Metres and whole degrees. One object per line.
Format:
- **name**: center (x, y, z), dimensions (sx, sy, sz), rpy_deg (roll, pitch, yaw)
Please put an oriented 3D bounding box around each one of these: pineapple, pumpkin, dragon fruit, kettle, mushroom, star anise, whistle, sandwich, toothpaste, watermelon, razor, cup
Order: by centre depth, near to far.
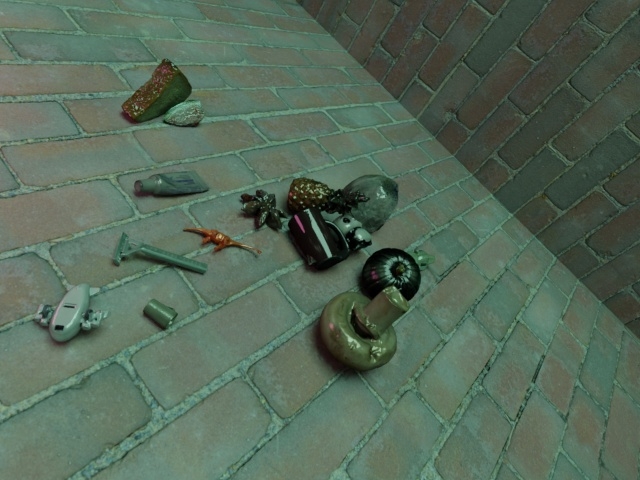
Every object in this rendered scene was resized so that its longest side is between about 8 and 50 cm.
- **cup**: center (-0.456, 0.204, 1.198), dimensions (0.083, 0.054, 0.075), rpy_deg (35, 41, 0)
- **razor**: center (-0.494, 0.051, 1.311), dimensions (0.278, 0.056, 0.111), rpy_deg (16, 43, -23)
- **mushroom**: center (0.156, 0.279, 1.393), dimensions (0.293, 0.290, 0.292), rpy_deg (24, 38, -21)
- **toothpaste**: center (-0.544, -0.209, 1.523), dimensions (0.282, 0.068, 0.099), rpy_deg (-20, 93, -52)
- **kettle**: center (0.000, 0.000, 1.658), dimensions (0.202, 0.144, 0.232), rpy_deg (-15, 68, -34)
- **star anise**: center (-0.234, -0.131, 1.659), dimensions (0.197, 0.073, 0.212), rpy_deg (-4, 53, -41)
- **pumpkin**: center (0.292, 0.143, 1.688), dimensions (0.250, 0.216, 0.249), rpy_deg (4, 69, -10)
- **sandwich**: center (-0.675, -0.600, 1.744), dimensions (0.100, 0.288, 0.254), rpy_deg (41, -4, -7)
- **pineapple**: center (0.035, -0.171, 1.748), dimensions (0.341, 0.169, 0.169), rpy_deg (10, 42, 6)
- **watermelon**: center (-0.592, -0.540, 1.788), dimensions (0.180, 0.081, 0.094), rpy_deg (-17, 80, -27)
- **whistle**: center (0.445, 0.093, 1.930), dimensions (0.244, 0.110, 0.092), rpy_deg (-4, 21, -37)
- **dragon fruit**: center (0.230, -0.213, 1.969), dimensions (0.204, 0.221, 0.283), rpy_deg (28, 43, -21)

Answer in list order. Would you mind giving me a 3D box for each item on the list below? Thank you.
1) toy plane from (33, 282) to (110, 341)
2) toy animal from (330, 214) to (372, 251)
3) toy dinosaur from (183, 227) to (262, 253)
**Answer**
- **toy plane**: center (-0.636, 0.182, 1.069), dimensions (0.174, 0.080, 0.174), rpy_deg (7, 46, -7)
- **toy animal**: center (0.120, -0.029, 1.773), dimensions (0.166, 0.138, 0.179), rpy_deg (0, 56, -57)
- **toy dinosaur**: center (-0.343, 0.003, 1.467), dimensions (0.280, 0.055, 0.101), rpy_deg (27, 19, -9)
